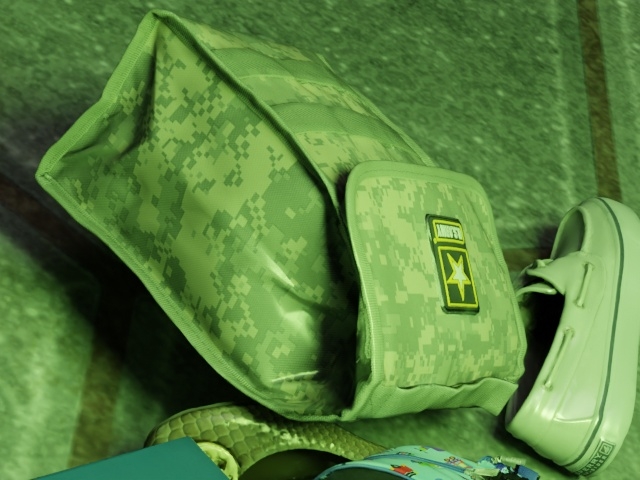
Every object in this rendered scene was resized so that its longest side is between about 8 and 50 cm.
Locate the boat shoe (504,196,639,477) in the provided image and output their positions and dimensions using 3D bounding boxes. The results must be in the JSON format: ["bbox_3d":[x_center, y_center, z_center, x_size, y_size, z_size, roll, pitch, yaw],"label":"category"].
[{"bbox_3d":[0.177,0.055,1.381,0.088,0.096,0.267,25,46,-12],"label":"boat shoe"}]

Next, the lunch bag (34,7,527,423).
[{"bbox_3d":[0.000,0.000,1.217,0.287,0.169,0.235,46,18,22],"label":"lunch bag"}]

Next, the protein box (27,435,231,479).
[{"bbox_3d":[-0.089,0.227,0.935,0.201,0.136,0.200,45,24,20],"label":"protein box"}]

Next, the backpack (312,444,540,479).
[{"bbox_3d":[0.069,0.195,1.106,0.173,0.158,0.117,25,28,14],"label":"backpack"}]

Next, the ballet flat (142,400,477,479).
[{"bbox_3d":[0.009,0.157,1.169,0.249,0.084,0.058,16,38,-25],"label":"ballet flat"}]
